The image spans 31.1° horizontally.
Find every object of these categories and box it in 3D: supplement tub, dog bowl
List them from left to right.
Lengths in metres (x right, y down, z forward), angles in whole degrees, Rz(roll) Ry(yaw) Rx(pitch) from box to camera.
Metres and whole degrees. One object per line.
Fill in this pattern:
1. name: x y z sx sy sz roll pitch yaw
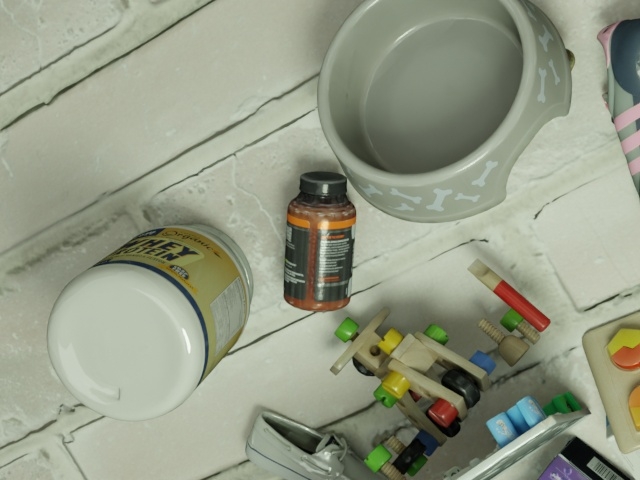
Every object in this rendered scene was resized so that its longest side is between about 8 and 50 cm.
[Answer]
1. supplement tub: -0.235 0.106 1.690 0.228 0.316 0.228 4 106 13
2. supplement tub: 0.000 0.000 1.714 0.106 0.106 0.198 7 107 12
3. dog bowl: 0.151 -0.202 1.527 0.348 0.102 0.349 -9 69 26

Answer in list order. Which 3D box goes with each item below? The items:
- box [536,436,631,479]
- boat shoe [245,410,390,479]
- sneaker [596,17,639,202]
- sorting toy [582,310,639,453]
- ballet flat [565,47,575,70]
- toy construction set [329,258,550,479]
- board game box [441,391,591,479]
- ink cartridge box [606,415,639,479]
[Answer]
1. box: 0.371 0.426 1.722 0.153 0.108 0.207 38 111 18
2. boat shoe: 0.005 0.346 1.816 0.258 0.095 0.084 19 113 7
3. sneaker: 0.450 -0.155 1.572 0.112 0.131 0.319 -24 120 -23
4. sorting toy: 0.484 0.178 1.618 0.208 0.038 0.193 -27 54 21
5. ballet flat: 0.207 -0.161 1.623 0.348 0.123 0.123 -23 99 18
6. toy construction set: 0.146 0.154 1.674 0.237 0.257 0.309 43 98 14
7. board game box: 0.181 0.335 1.601 0.390 0.390 0.050 -37 73 12
8. ink cartridge box: 0.500 0.271 1.672 0.143 0.092 0.090 -36 94 19
